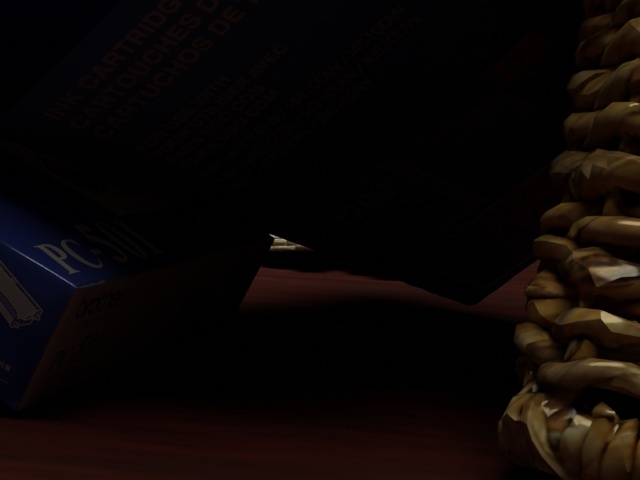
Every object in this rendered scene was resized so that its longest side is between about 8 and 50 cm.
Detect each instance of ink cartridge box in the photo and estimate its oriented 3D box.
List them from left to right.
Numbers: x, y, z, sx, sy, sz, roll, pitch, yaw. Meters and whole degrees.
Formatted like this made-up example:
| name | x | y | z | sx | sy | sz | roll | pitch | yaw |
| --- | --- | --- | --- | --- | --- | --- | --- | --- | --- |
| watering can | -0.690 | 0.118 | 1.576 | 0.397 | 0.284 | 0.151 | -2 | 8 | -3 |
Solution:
| name | x | y | z | sx | sy | sz | roll | pitch | yaw |
| --- | --- | --- | --- | --- | --- | --- | --- | --- | --- |
| ink cartridge box | -0.093 | 0.001 | 0.494 | 0.097 | 0.046 | 0.207 | 30 | 11 | 9 |
| ink cartridge box | 0.009 | -0.141 | 0.501 | 0.395 | 0.151 | 0.270 | 21 | -50 | -42 |

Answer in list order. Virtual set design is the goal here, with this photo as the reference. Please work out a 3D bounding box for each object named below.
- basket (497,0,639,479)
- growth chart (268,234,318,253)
| name | x | y | z | sx | sy | sz | roll | pitch | yaw |
| --- | --- | --- | --- | --- | --- | --- | --- | --- | --- |
| basket | 0.220 | 0.021 | 0.403 | 0.299 | 0.223 | 0.213 | 5 | -27 | 19 |
| growth chart | 0.000 | 0.000 | 0.874 | 0.237 | 0.021 | 0.172 | 5 | 6 | 23 |
